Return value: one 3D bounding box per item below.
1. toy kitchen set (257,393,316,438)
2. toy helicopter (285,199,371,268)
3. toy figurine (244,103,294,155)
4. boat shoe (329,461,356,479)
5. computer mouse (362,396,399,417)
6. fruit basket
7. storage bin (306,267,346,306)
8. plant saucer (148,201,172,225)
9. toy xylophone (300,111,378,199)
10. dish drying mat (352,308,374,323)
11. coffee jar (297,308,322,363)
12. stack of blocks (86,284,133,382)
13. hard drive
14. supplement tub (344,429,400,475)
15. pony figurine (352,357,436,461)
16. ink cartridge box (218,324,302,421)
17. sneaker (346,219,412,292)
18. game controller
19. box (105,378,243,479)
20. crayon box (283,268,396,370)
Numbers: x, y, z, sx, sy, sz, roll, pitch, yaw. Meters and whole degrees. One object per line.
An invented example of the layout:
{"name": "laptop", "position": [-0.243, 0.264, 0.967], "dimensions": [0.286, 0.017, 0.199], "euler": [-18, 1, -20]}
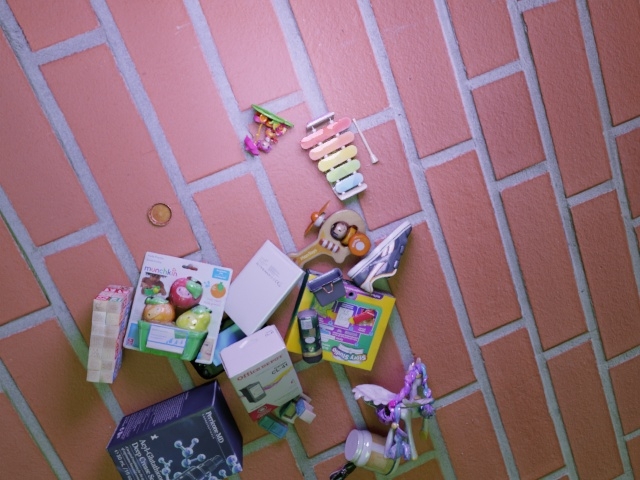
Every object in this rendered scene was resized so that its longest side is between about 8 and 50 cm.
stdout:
{"name": "toy kitchen set", "position": [-0.136, 0.698, 1.726], "dimensions": [0.122, 0.166, 0.207], "euler": [37, 91, -14]}
{"name": "toy helicopter", "position": [0.000, 0.000, 1.655], "dimensions": [0.354, 0.140, 0.235], "euler": [-32, 108, 7]}
{"name": "toy figurine", "position": [-0.202, -0.378, 1.579], "dimensions": [0.173, 0.130, 0.159], "euler": [16, 112, -36]}
{"name": "boat shoe", "position": [0.101, 1.000, 1.884], "dimensions": [0.132, 0.042, 0.049], "euler": [-30, 101, -5]}
{"name": "computer mouse", "position": [0.252, 0.679, 1.858], "dimensions": [0.193, 0.042, 0.106], "euler": [40, 96, -19]}
{"name": "fruit basket", "position": [-0.514, 0.243, 1.584], "dimensions": [0.326, 0.165, 0.354], "euler": [13, 88, -4]}
{"name": "storage bin", "position": [0.031, 0.178, 1.603], "dimensions": [0.135, 0.098, 0.091], "euler": [-27, 111, -3]}
{"name": "plant saucer", "position": [-0.580, -0.097, 1.592], "dimensions": [0.083, 0.013, 0.084], "euler": [-1, 99, -9]}
{"name": "toy xylophone", "position": [0.080, -0.327, 1.635], "dimensions": [0.236, 0.081, 0.323], "euler": [-35, 104, -3]}
{"name": "dish drying mat", "position": [0.166, 0.292, 1.681], "dimensions": [0.083, 0.008, 0.032], "euler": [-21, 104, -6]}
{"name": "coffee jar", "position": [-0.038, 0.353, 1.616], "dimensions": [0.078, 0.096, 0.185], "euler": [-7, 102, -4]}
{"name": "stack of blocks", "position": [-0.743, 0.325, 1.554], "dimensions": [0.087, 0.171, 0.298], "euler": [8, 99, -11]}
{"name": "hard drive", "position": [-0.223, 0.176, 1.631], "dimensions": [0.203, 0.040, 0.308], "euler": [40, 92, 26]}
{"name": "supplement tub", "position": [0.216, 0.880, 1.830], "dimensions": [0.199, 0.144, 0.145], "euler": [24, 95, -13]}
{"name": "pony figurine", "position": [0.326, 0.670, 1.738], "dimensions": [0.350, 0.302, 0.364], "euler": [4, 88, -52]}
{"name": "ink cartridge box", "position": [-0.213, 0.492, 1.619], "dimensions": [0.226, 0.131, 0.306], "euler": [-26, 133, -15]}
{"name": "sneaker", "position": [0.256, 0.066, 1.691], "dimensions": [0.321, 0.126, 0.127], "euler": [-43, 84, -7]}
{"name": "game controller", "position": [-0.354, 0.392, 1.688], "dimensions": [0.319, 0.067, 0.167], "euler": [-33, 103, -4]}
{"name": "box", "position": [-0.525, 0.762, 1.646], "dimensions": [0.395, 0.212, 0.294], "euler": [-22, 102, -7]}
{"name": "crayon box", "position": [0.073, 0.314, 1.730], "dimensions": [0.362, 0.106, 0.314], "euler": [17, 97, -12]}
